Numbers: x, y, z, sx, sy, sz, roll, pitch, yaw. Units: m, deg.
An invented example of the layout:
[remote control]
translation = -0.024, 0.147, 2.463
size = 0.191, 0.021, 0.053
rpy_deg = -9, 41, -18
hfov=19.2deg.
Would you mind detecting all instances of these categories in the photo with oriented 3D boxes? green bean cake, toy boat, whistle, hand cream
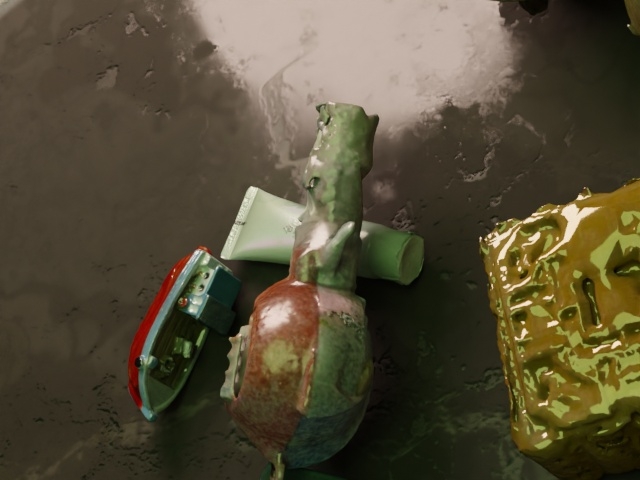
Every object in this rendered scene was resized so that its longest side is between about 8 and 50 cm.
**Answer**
[green bean cake]
translation = 0.256, 0.067, 1.556
size = 0.224, 0.131, 0.229
rpy_deg = -18, 66, 19
[toy boat]
translation = -0.130, 0.089, 1.782
size = 0.059, 0.069, 0.173
rpy_deg = 19, 77, 39
[whistle]
translation = -0.009, 0.049, 1.660
size = 0.134, 0.142, 0.346
rpy_deg = 8, 79, 10
[hand cream]
translation = 0.000, 0.000, 1.761
size = 0.205, 0.050, 0.078
rpy_deg = 12, 74, 34

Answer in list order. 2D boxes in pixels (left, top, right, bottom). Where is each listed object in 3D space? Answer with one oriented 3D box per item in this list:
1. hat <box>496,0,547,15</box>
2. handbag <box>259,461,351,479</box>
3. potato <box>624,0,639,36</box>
[hat]
translation = 0.216, -0.307, 1.707
size = 0.257, 0.130, 0.257
rpy_deg = -9, 69, 25
[handbag]
translation = 0.003, 0.369, 1.608
size = 0.239, 0.089, 0.326
rpy_deg = 10, 77, 31
[potato]
translation = 0.411, -0.174, 1.487
size = 0.219, 0.269, 0.359
rpy_deg = -38, 64, -19
